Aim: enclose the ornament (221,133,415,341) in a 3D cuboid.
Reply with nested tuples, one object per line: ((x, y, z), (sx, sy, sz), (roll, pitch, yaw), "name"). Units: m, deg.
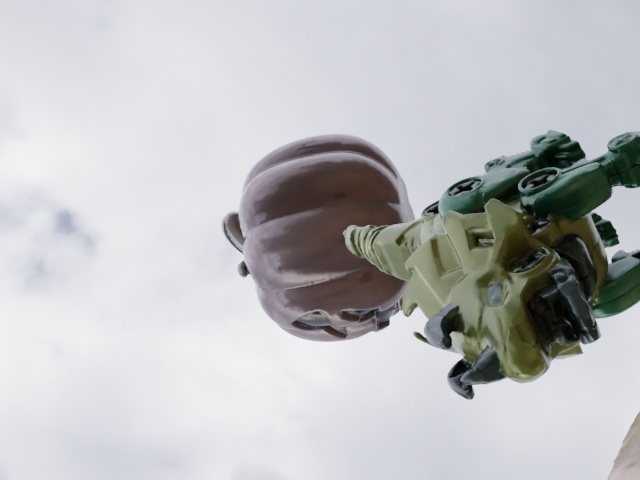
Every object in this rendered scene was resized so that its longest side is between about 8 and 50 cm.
((0.000, 0.000, 1.239), (0.178, 0.177, 0.177), (4, -97, -32), "ornament")

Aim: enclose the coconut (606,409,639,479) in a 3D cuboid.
((0.223, 0.114, 0.480), (0.259, 0.259, 0.259), (4, -97, -32), "coconut")

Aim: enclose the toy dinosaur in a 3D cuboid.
((0.091, 0.004, 0.755), (0.153, 0.259, 0.094), (-29, -70, -13), "toy dinosaur")
